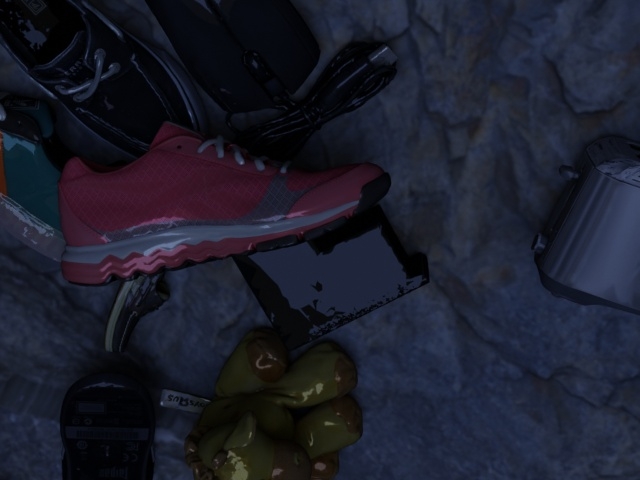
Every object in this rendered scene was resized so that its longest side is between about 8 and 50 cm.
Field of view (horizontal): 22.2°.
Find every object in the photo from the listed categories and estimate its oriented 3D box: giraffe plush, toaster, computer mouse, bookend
[{"bbox_3d":[-0.065,0.198,1.601,0.210,0.170,0.181,-4,110,4],"label":"giraffe plush"},{"bbox_3d":[0.321,-0.002,1.536,0.227,0.129,0.146,18,108,-3],"label":"toaster"},{"bbox_3d":[-0.071,-0.200,1.505,0.188,0.072,0.272,-35,105,13],"label":"computer mouse"},{"bbox_3d":[0.000,0.000,1.577,0.156,0.072,0.157,-28,106,11],"label":"bookend"},{"bbox_3d":[-0.256,0.233,1.684,0.184,0.060,0.262,-2,122,-2],"label":"computer mouse"}]

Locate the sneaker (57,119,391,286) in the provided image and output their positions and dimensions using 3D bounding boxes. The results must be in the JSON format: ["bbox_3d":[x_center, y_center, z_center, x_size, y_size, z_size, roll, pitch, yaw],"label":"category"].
[{"bbox_3d":[-0.096,-0.049,1.474,0.313,0.116,0.136,-12,92,5],"label":"sneaker"}]

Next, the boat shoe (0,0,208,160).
[{"bbox_3d":[-0.224,-0.172,1.505,0.108,0.102,0.301,-37,105,14],"label":"boat shoe"}]

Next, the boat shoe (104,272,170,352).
[{"bbox_3d":[-0.173,0.048,1.611,0.049,0.056,0.152,22,110,0],"label":"boat shoe"}]

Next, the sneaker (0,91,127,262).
[{"bbox_3d":[-0.319,-0.105,1.538,0.302,0.108,0.121,33,107,-18],"label":"sneaker"}]
